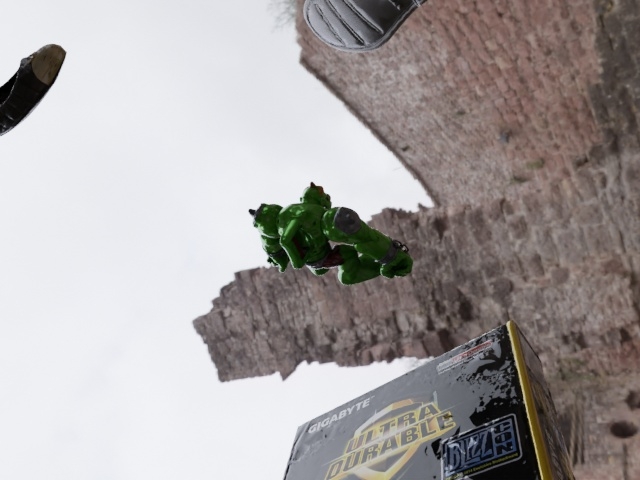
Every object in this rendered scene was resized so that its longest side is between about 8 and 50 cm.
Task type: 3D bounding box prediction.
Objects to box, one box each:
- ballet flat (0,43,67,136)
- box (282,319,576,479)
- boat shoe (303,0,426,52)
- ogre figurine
[{"bbox_3d":[-0.291,-0.122,0.486,0.049,0.173,0.057,46,-155,-39],"label":"ballet flat"},{"bbox_3d":[0.090,0.247,0.569,0.079,0.322,0.257,50,-156,-15],"label":"box"},{"bbox_3d":[0.088,-0.322,0.666,0.110,0.307,0.104,42,-107,-24],"label":"boat shoe"},{"bbox_3d":[0.000,0.000,0.640,0.097,0.197,0.118,-53,-41,-13],"label":"ogre figurine"}]
